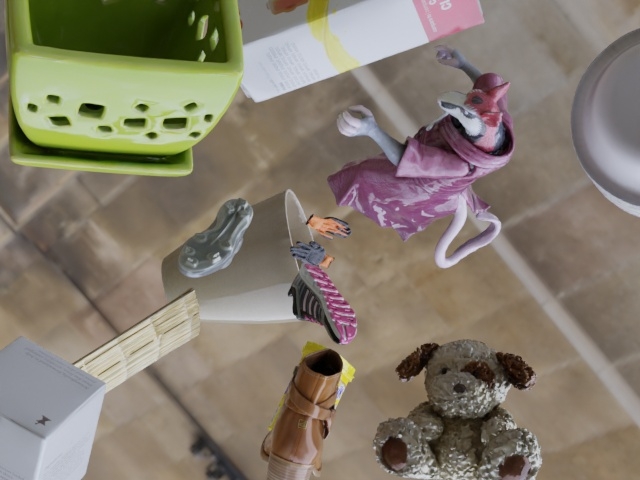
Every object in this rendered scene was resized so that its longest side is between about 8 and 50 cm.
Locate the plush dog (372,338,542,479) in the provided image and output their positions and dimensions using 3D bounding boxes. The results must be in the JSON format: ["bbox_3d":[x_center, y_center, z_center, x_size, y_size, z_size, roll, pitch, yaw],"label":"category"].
[{"bbox_3d":[0.232,0.269,1.886,0.262,0.225,0.210,4,173,17],"label":"plush dog"}]

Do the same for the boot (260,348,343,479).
[{"bbox_3d":[-0.028,0.268,1.872,0.283,0.109,0.220,-45,152,-79],"label":"boot"}]

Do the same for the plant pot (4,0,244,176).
[{"bbox_3d":[-0.221,-0.194,1.248,0.207,0.228,0.227,117,-30,-49],"label":"plant pot"}]

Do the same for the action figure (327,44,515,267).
[{"bbox_3d":[0.160,-0.096,1.570,0.248,0.276,0.370,-36,-179,-24],"label":"action figure"}]

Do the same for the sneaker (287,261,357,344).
[{"bbox_3d":[-0.001,0.113,1.898,0.063,0.170,0.075,14,122,-44],"label":"sneaker"}]

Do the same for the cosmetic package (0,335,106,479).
[{"bbox_3d":[-0.410,0.265,1.636,0.151,0.151,0.184,-44,158,-57],"label":"cosmetic package"}]

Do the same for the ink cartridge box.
[{"bbox_3d":[0.020,-0.413,1.802,0.384,0.279,0.160,-19,154,11],"label":"ink cartridge box"}]

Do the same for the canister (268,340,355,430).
[{"bbox_3d":[-0.016,0.280,2.101,0.170,0.073,0.126,-64,150,-14],"label":"canister"}]

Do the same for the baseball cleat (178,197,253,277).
[{"bbox_3d":[-0.160,0.019,1.824,0.206,0.072,0.109,-50,162,-50],"label":"baseball cleat"}]

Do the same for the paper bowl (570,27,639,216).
[{"bbox_3d":[0.501,-0.177,1.703,0.284,0.284,0.148,-38,157,11],"label":"paper bowl"}]

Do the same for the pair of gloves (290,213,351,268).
[{"bbox_3d":[0.000,0.000,1.681,0.083,0.074,0.010,-56,-146,23],"label":"pair of gloves"}]

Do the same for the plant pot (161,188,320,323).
[{"bbox_3d":[-0.156,0.061,2.285,0.274,0.256,0.256,-15,-168,8],"label":"plant pot"}]

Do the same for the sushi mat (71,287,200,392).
[{"bbox_3d":[-0.334,0.197,1.985,0.316,0.019,0.151,-33,151,-24],"label":"sushi mat"}]
